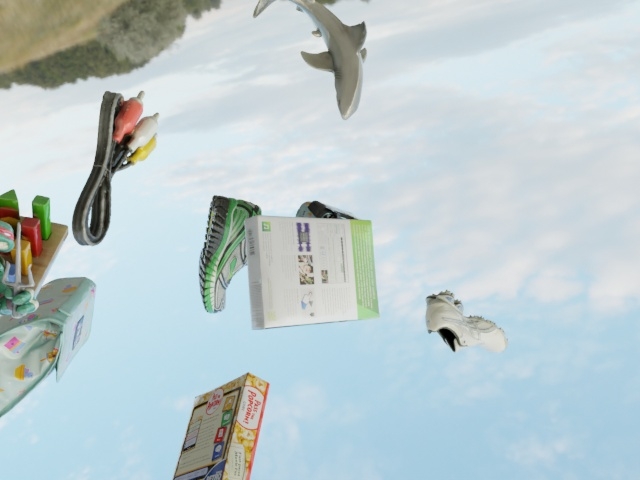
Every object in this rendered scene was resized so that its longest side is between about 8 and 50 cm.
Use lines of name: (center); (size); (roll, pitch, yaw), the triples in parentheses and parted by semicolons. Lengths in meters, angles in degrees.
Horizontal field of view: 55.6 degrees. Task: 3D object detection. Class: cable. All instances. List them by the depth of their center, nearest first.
cable: (-0.327, -0.129, 0.975); (0.072, 0.139, 0.287); (1, -129, 6)

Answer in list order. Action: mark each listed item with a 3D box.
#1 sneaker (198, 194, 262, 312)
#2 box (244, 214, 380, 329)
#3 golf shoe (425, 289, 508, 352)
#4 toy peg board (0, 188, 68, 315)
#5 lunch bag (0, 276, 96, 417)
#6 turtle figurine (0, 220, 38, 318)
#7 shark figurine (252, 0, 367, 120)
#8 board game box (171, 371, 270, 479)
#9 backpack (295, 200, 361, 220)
sneaker: (-0.231, 0.052, 1.562); (0.146, 0.343, 0.134); (7, -148, -19)
box: (-0.011, 0.067, 1.323); (0.322, 0.232, 0.058); (1, 171, -37)
golf shoe: (0.243, 0.162, 1.034); (0.069, 0.176, 0.086); (-36, -153, 52)
toy peg board: (-0.431, -0.002, 0.776); (0.161, 0.079, 0.160); (11, -139, -7)
lunch bag: (-0.556, 0.195, 1.182); (0.262, 0.160, 0.223); (-38, -165, 8)
turtle figurine: (-0.374, 0.050, 0.626); (0.175, 0.118, 0.234); (21, -111, -3)
shark figurine: (0.022, -0.374, 1.072); (0.166, 0.278, 0.116); (-49, -160, -29)
board game box: (-0.150, 0.301, 0.870); (0.147, 0.045, 0.193); (-31, -145, 39)
backpack: (0.000, 0.000, 1.564); (0.166, 0.188, 0.144); (15, -165, -40)
